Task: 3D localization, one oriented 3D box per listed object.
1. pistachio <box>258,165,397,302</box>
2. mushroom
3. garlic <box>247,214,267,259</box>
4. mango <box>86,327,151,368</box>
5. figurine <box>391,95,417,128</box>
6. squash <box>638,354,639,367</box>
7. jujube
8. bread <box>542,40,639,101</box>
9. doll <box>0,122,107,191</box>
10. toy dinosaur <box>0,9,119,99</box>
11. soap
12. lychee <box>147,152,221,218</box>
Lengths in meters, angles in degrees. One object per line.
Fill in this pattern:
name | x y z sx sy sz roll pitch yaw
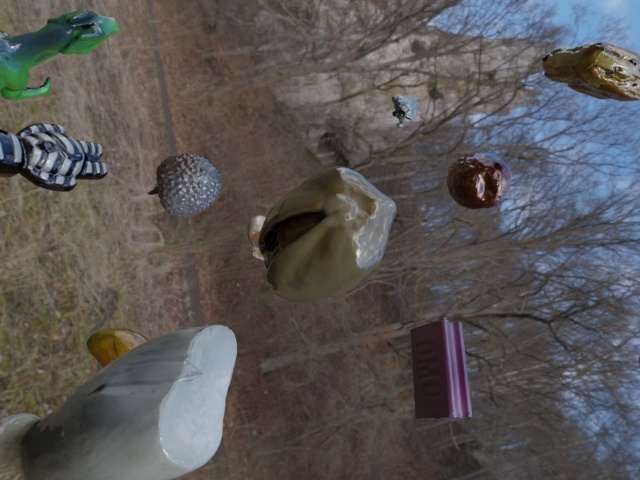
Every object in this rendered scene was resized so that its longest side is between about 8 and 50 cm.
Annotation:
pistachio | 0.000 0.000 0.386 0.149 0.112 0.113 -35 -114 51
mushroom | -0.248 0.210 0.478 0.122 0.328 0.159 62 17 -11
garlic | -0.143 -0.010 1.216 0.174 0.098 0.124 39 36 -55
mango | -0.400 0.245 0.887 0.165 0.115 0.089 61 0 -13
figurine | 0.239 -0.380 1.228 0.094 0.086 0.082 52 -37 -11
squash | 0.815 0.297 0.975 0.370 0.118 0.119 3 72 -66
jujube | 0.443 -0.174 1.210 0.236 0.167 0.168 -77 161 -74
bread | 0.694 -0.409 1.044 0.210 0.234 0.099 -105 -151 -69
doll | -0.373 -0.104 0.515 0.067 0.219 0.091 -19 -97 32
toy dinosaur | -0.528 -0.205 0.524 0.500 0.373 0.144 -71 146 -63
soap | 0.261 0.286 0.933 0.122 0.065 0.203 -39 -137 53
lychee | -0.347 -0.138 1.067 0.165 0.197 0.165 176 -90 -88
